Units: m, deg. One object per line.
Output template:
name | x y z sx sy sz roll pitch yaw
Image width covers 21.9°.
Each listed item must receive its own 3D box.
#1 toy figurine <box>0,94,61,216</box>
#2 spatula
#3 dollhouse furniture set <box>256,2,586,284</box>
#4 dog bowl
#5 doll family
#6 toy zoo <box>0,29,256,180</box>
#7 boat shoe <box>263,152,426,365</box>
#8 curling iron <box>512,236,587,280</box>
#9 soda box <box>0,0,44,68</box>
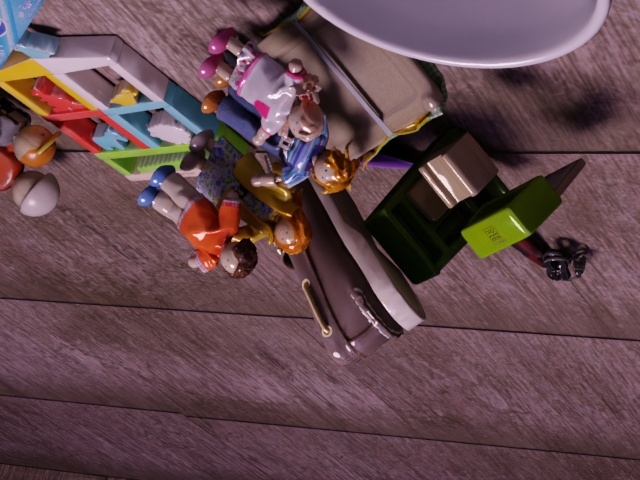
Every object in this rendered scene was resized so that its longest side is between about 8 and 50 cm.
toy figurine | -0.399 -0.056 1.908 0.148 0.213 0.209 36 154 2
spatula | -0.010 -0.132 1.722 0.084 0.030 0.296 3 156 47
dollhouse furniture set | 0.095 -0.134 1.602 0.301 0.151 0.197 50 143 -8
dog bowl | 0.101 -0.244 1.278 0.265 0.104 0.265 13 158 5
doll family | -0.049 -0.079 1.591 0.163 0.118 0.263 39 124 18
toy zoo | -0.231 -0.151 1.822 0.192 0.030 0.293 -3 152 39
boat shoe | 0.000 0.000 1.700 0.097 0.324 0.116 -39 134 8
curling iron | 0.215 -0.021 1.839 0.068 0.035 0.274 -9 149 38
soda box | -0.310 -0.239 1.603 0.067 0.071 0.210 22 158 -16
